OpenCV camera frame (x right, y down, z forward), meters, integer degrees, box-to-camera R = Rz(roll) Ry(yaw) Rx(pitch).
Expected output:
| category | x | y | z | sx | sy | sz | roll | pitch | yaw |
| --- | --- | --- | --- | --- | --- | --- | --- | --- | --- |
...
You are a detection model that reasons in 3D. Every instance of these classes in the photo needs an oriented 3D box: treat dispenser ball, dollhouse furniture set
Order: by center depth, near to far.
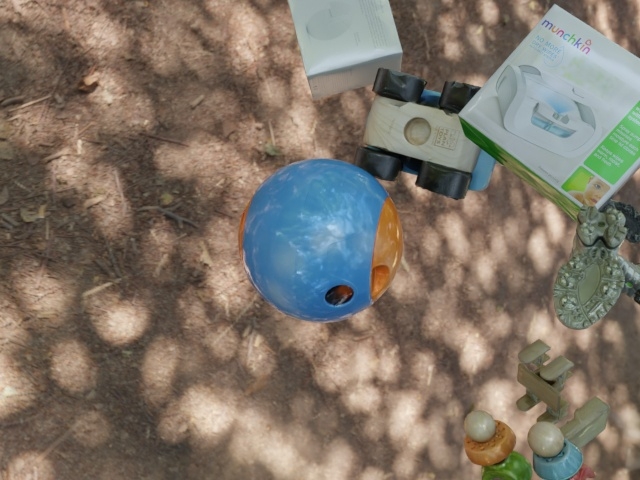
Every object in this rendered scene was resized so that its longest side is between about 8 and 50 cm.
| category | x | y | z | sx | sy | sz | roll | pitch | yaw |
| --- | --- | --- | --- | --- | --- | --- | --- | --- | --- |
| treat dispenser ball | 0.000 | 0.000 | 1.055 | 0.288 | 0.288 | 0.288 | -1 | 92 | -40 |
| dollhouse furniture set | 0.601 | 0.432 | 1.588 | 0.161 | 0.242 | 0.212 | -27 | 129 | -20 |

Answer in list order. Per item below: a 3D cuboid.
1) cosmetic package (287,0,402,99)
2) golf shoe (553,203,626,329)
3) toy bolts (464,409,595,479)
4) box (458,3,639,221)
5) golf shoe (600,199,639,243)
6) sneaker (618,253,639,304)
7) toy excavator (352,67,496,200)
| category | x | y | z | sx | sy | sz | roll | pitch | yaw |
| --- | --- | --- | --- | --- | --- | --- | --- | --- | --- |
| cosmetic package | 0.058 | -0.486 | 1.424 | 0.138 | 0.225 | 0.224 | 57 | 20 | -78 |
| golf shoe | 0.315 | 0.044 | 0.701 | 0.176 | 0.069 | 0.086 | -56 | 151 | -31 |
| toy bolts | 0.351 | 0.412 | 1.081 | 0.158 | 0.229 | 0.218 | 59 | 40 | -16 |
| box | 0.401 | -0.195 | 0.964 | 0.231 | 0.262 | 0.127 | -49 | 161 | 7 |
| golf shoe | 0.670 | -0.061 | 1.414 | 0.198 | 0.094 | 0.077 | 36 | 77 | -8 |
| sneaker | 0.815 | 0.079 | 1.604 | 0.229 | 0.086 | 0.132 | 42 | 40 | 11 |
| toy excavator | 0.338 | -0.215 | 1.344 | 0.445 | 0.433 | 0.222 | -17 | 122 | -66 |
